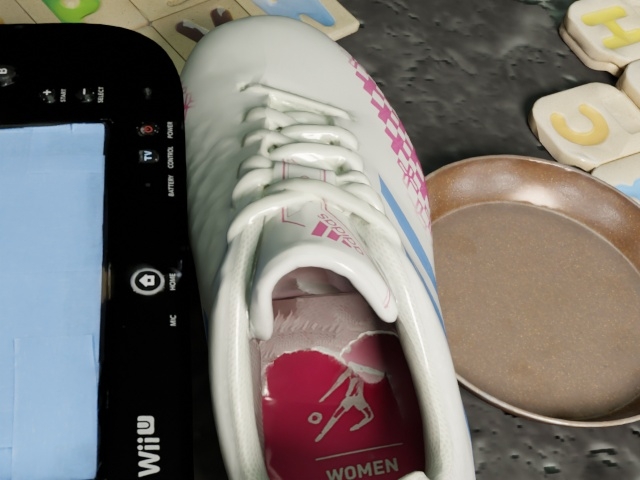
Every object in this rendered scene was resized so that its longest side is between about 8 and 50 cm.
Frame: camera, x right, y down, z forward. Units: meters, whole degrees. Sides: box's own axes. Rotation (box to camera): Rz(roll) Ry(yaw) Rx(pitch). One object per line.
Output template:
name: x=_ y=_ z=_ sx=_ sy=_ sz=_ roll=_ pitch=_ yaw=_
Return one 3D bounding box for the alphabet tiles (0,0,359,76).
alphabet tiles: x=-0.153 y=-0.147 z=0.768 sx=0.285 sy=0.011 sz=0.342 roll=-28 pitch=63 yaw=-33

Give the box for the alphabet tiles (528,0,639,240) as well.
alphabet tiles: x=0.272 y=-0.057 z=0.810 sx=0.278 sy=0.021 sz=0.284 roll=-18 pitch=58 yaw=-28

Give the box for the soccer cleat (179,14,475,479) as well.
soccer cleat: x=0.000 y=0.000 z=0.581 sx=0.116 sy=0.143 sz=0.331 roll=-12 pitch=56 yaw=-3

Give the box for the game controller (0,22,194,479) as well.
game controller: x=-0.135 y=0.027 z=0.538 sx=0.167 sy=0.067 sz=0.319 roll=-8 pitch=51 yaw=2

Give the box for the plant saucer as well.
plant saucer: x=0.111 y=0.028 z=0.686 sx=0.168 sy=0.029 sz=0.168 roll=8 pitch=48 yaw=-10
